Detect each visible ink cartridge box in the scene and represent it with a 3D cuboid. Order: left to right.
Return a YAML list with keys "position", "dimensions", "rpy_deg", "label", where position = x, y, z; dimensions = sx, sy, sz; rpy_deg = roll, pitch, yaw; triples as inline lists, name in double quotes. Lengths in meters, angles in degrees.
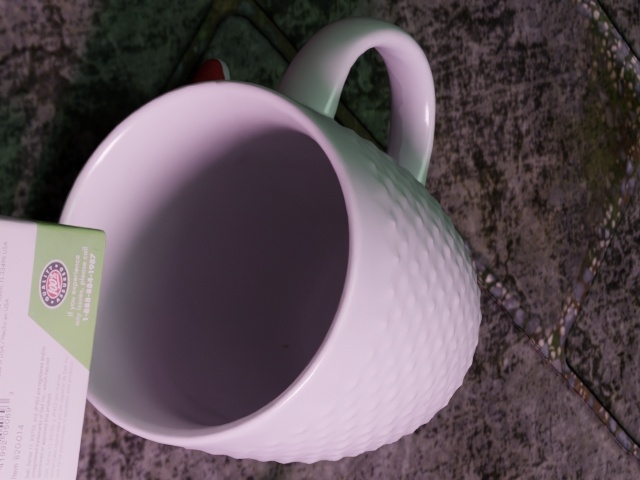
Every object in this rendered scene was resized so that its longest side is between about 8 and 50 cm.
- position: [-0.327, 0.073, 1.185]
  dimensions: [0.353, 0.119, 0.207]
  rpy_deg: [8, 89, -48]
  label: "ink cartridge box"

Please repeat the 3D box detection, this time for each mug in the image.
- position: [0.000, 0.000, 1.408]
  dimensions: [0.328, 0.276, 0.374]
  rpy_deg: [23, 84, -59]
  label: "mug"

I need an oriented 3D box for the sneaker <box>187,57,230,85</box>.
- position: [-0.119, -0.108, 1.445]
  dimensions: [0.067, 0.042, 0.118]
  rpy_deg: [32, 73, -48]
  label: "sneaker"
